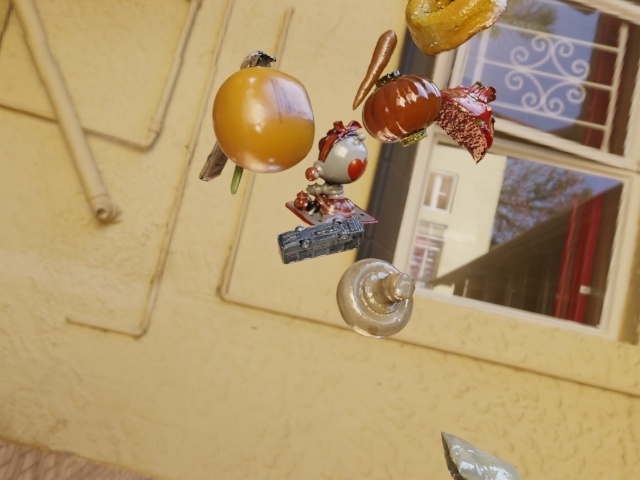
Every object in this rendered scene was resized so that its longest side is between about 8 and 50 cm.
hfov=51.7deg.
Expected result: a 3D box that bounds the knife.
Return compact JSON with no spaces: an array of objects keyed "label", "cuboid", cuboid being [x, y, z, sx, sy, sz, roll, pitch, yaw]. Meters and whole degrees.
[{"label":"knife","cuboid":[-0.204,-0.284,1.535,0.043,0.089,0.365,53,-53,32]}]

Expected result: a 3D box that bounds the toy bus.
[{"label":"toy bus","cuboid":[0.000,0.000,1.275,0.065,0.165,0.047,92,-18,-46]}]

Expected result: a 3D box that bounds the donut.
[{"label":"donut","cuboid":[0.319,-0.553,1.585,0.118,0.253,0.254,45,47,-42]}]

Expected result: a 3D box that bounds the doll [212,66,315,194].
[{"label":"doll","cuboid":[-0.132,-0.225,1.322,0.236,0.213,0.214,-30,-141,48]}]

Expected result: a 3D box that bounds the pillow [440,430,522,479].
[{"label":"pillow","cuboid":[0.372,0.521,1.485,0.050,0.229,0.148,-51,-162,24]}]

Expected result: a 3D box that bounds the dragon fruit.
[{"label":"dragon fruit","cuboid":[0.446,-0.392,1.952,0.212,0.262,0.134,-56,-168,-32]}]

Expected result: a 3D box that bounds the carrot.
[{"label":"carrot","cuboid":[0.128,-0.406,1.586,0.048,0.048,0.216,91,25,-85]}]

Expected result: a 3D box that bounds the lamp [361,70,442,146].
[{"label":"lamp","cuboid":[0.217,-0.354,1.777,0.223,0.223,0.197,-68,132,-85]}]

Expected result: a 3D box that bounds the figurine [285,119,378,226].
[{"label":"figurine","cuboid":[0.039,-0.164,1.498,0.160,0.183,0.226,40,-52,51]}]

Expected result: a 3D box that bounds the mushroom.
[{"label":"mushroom","cuboid":[0.142,0.149,1.660,0.209,0.206,0.207,-144,-114,-80]}]
